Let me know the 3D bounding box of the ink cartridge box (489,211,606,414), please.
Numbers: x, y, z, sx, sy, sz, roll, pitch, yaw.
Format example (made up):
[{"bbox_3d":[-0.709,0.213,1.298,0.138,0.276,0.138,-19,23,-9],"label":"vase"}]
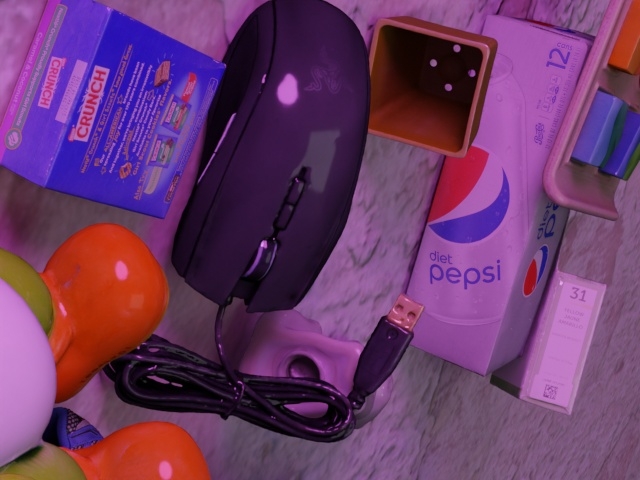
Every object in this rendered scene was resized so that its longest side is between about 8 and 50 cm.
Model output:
[{"bbox_3d":[0.222,0.035,1.223,0.171,0.056,0.235,119,-11,-88],"label":"ink cartridge box"}]

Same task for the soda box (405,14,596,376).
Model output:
[{"bbox_3d":[0.154,-0.038,1.101,0.098,0.091,0.286,-13,122,-61],"label":"soda box"}]

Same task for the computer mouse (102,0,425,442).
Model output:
[{"bbox_3d":[0.000,0.000,0.778,0.184,0.060,0.262,23,90,-25],"label":"computer mouse"}]

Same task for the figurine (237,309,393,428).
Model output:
[{"bbox_3d":[0.010,0.162,0.942,0.209,0.092,0.215,34,55,-74],"label":"figurine"}]

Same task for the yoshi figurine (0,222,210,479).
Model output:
[{"bbox_3d":[-0.156,0.026,0.472,0.362,0.203,0.203,27,83,-59],"label":"yoshi figurine"}]

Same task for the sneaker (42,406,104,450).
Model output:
[{"bbox_3d":[-0.183,0.170,0.673,0.221,0.083,0.087,-51,136,-39],"label":"sneaker"}]

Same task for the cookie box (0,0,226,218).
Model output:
[{"bbox_3d":[-0.104,-0.066,0.660,0.107,0.040,0.092,18,95,-64],"label":"cookie box"}]

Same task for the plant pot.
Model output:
[{"bbox_3d":[0.082,-0.115,0.929,0.083,0.081,0.081,-41,145,-62],"label":"plant pot"}]

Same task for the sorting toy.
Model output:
[{"bbox_3d":[0.247,-0.120,1.064,0.193,0.038,0.208,7,101,-63],"label":"sorting toy"}]
